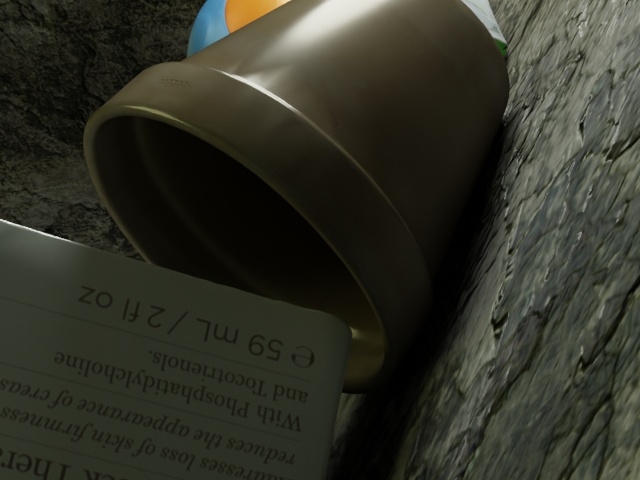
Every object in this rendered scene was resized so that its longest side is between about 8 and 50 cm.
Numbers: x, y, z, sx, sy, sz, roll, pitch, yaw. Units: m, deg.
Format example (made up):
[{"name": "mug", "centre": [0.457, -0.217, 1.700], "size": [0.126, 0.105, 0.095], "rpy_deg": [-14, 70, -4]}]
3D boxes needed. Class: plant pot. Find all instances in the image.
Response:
[{"name": "plant pot", "centre": [0.008, -0.080, 1.191], "size": [0.280, 0.323, 0.323], "rpy_deg": [-50, 2, -25]}]

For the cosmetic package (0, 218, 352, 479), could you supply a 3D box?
[{"name": "cosmetic package", "centre": [-0.202, 0.241, 1.109], "size": [0.327, 0.329, 0.394], "rpy_deg": [135, 149, -65]}]

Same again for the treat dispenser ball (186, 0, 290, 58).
[{"name": "treat dispenser ball", "centre": [-0.043, -0.247, 1.949], "size": [0.288, 0.288, 0.288], "rpy_deg": [-62, 8, 16]}]

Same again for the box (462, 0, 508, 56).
[{"name": "box", "centre": [0.076, -0.143, 1.466], "size": [0.262, 0.126, 0.231], "rpy_deg": [-62, 10, 21]}]
